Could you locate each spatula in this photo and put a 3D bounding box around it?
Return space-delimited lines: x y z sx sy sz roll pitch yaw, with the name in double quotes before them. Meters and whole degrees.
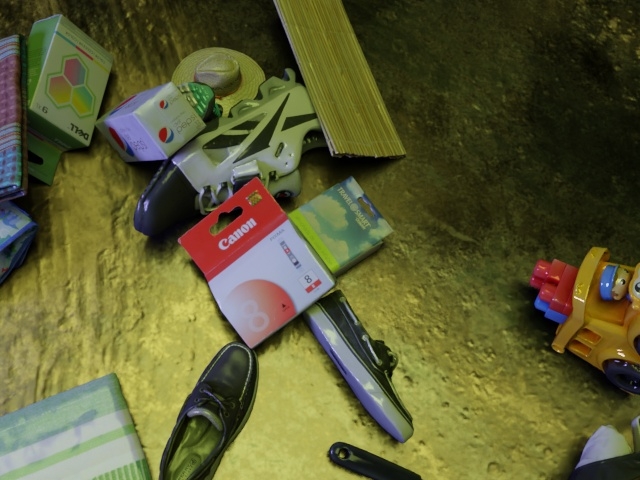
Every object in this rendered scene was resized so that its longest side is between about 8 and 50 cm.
"spatula" 0.149 0.322 1.068 0.296 0.030 0.084 21 71 3

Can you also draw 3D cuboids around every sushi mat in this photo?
"sushi mat" 0.021 -0.257 1.246 0.151 0.019 0.317 -1 64 -45

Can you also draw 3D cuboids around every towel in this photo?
"towel" -0.316 0.356 1.016 0.247 0.038 0.325 -21 71 -12
"towel" -0.561 -0.124 1.106 0.370 0.040 0.272 -16 62 7

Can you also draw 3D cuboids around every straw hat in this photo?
"straw hat" -0.152 -0.247 1.243 0.144 0.061 0.145 2 70 -4

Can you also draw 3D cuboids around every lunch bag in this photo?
"lunch bag" -0.468 -0.002 1.106 0.129 0.096 0.151 37 80 10

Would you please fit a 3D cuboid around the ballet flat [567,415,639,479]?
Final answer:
"ballet flat" 0.406 0.282 1.079 0.280 0.095 0.096 -10 60 -19

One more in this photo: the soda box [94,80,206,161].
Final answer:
"soda box" -0.233 -0.155 1.119 0.069 0.216 0.074 -43 111 -19

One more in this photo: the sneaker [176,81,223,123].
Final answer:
"sneaker" -0.168 -0.182 1.168 0.076 0.166 0.065 -24 88 -26

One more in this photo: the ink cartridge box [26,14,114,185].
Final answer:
"ink cartridge box" -0.372 -0.196 1.174 0.062 0.109 0.209 -4 65 32

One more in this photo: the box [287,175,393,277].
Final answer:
"box" 0.000 0.000 1.171 0.178 0.042 0.109 -33 76 -15

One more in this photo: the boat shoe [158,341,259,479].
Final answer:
"boat shoe" -0.139 0.227 1.057 0.080 0.073 0.224 24 69 5

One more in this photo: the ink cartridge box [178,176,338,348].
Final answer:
"ink cartridge box" -0.085 0.029 1.100 0.145 0.045 0.179 -38 91 9

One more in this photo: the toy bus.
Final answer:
"toy bus" 0.379 0.078 1.087 0.211 0.220 0.149 26 66 12

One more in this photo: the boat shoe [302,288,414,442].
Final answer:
"boat shoe" 0.064 0.160 1.098 0.070 0.078 0.219 -32 73 -14

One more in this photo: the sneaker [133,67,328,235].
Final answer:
"sneaker" -0.105 -0.098 1.157 0.146 0.122 0.330 44 69 9
